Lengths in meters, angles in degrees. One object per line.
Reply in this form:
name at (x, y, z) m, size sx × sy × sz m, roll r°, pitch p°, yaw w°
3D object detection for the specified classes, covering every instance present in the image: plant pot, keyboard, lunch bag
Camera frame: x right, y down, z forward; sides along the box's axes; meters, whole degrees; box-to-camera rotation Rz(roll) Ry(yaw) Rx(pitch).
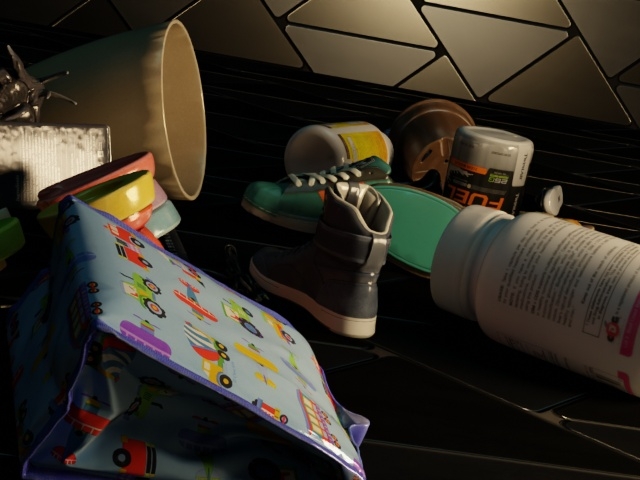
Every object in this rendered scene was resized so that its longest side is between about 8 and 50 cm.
plant pot at (0.211, -0.146, 2.256) m, size 0.167 × 0.167 × 0.165 m, roll 9°, pitch 22°, yaw -9°
keyboard at (-0.175, 0.025, 1.532) m, size 0.201 × 0.033 × 0.317 m, roll 7°, pitch 15°, yaw -16°
lunch bag at (-0.086, 0.109, 1.022) m, size 0.293 × 0.138 × 0.221 m, roll 21°, pitch 19°, yaw -25°
plant pot at (-0.325, -0.175, 1.837) m, size 0.274 × 0.257 × 0.256 m, roll -4°, pitch 12°, yaw 8°

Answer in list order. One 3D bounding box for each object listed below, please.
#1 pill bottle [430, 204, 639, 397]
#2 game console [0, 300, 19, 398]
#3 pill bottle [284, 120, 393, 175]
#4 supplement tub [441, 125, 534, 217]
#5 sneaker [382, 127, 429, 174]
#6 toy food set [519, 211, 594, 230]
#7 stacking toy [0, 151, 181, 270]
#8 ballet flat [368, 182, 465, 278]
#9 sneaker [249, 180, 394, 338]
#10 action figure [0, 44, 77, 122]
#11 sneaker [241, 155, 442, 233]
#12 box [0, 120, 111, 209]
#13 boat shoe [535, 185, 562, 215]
pill bottle at (0.278, 0.060, 1.464) m, size 0.283 × 0.160 × 0.160 m, roll 20°, pitch 17°, yaw 33°
game console at (-0.315, 0.110, 1.066) m, size 0.361 × 0.044 × 0.213 m, roll -1°, pitch 18°, yaw -45°
pill bottle at (0.039, -0.141, 2.158) m, size 0.117 × 0.117 × 0.215 m, roll 19°, pitch 16°, yaw 28°
supplement tub at (0.234, -0.063, 1.851) m, size 0.117 × 0.190 × 0.117 m, roll 10°, pitch 14°, yaw -2°
sneaker at (0.115, -0.171, 2.394) m, size 0.221 × 0.087 × 0.083 m, roll 0°, pitch 17°, yaw -38°
toy food set at (0.397, -0.029, 2.151) m, size 0.192 × 0.039 × 0.132 m, roll 0°, pitch 18°, yaw -36°
stacking toy at (-0.281, 0.020, 1.371) m, size 0.279 × 0.130 × 0.309 m, roll -22°, pitch 12°, yaw 1°
ballet flat at (0.206, 0.011, 1.746) m, size 0.342 × 0.116 × 0.124 m, roll 15°, pitch -5°, yaw 14°
sneaker at (0.002, 0.000, 1.495) m, size 0.086 × 0.163 × 0.226 m, roll -2°, pitch 18°, yaw -37°
action figure at (-0.473, -0.180, 1.694) m, size 0.275 × 0.164 × 0.141 m, roll -22°, pitch 46°, yaw -19°
sneaker at (0.036, -0.073, 1.882) m, size 0.302 × 0.121 × 0.108 m, roll 7°, pitch 14°, yaw -16°
box at (-0.386, -0.090, 1.586) m, size 0.153 × 0.108 × 0.207 m, roll 1°, pitch 2°, yaw 44°
boat shoe at (0.414, -0.072, 2.335) m, size 0.040 × 0.049 × 0.142 m, roll -4°, pitch 7°, yaw 19°
